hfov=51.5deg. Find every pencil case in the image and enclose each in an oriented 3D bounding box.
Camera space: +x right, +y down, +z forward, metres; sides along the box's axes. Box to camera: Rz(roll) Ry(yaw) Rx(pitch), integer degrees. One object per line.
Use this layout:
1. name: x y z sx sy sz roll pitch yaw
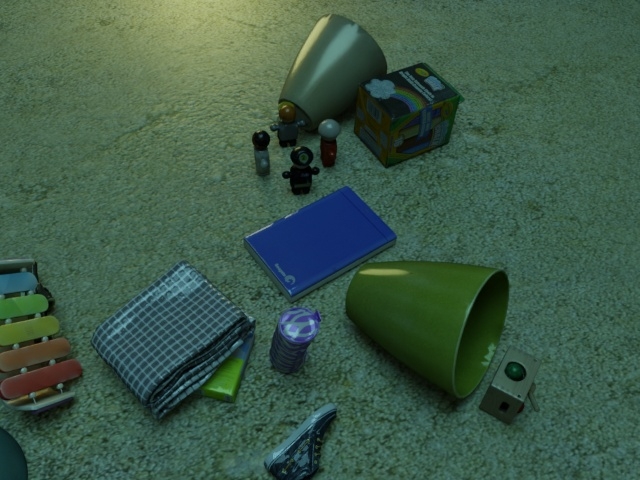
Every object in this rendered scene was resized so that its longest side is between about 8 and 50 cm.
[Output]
1. pencil case: -0.054 0.209 1.377 0.088 0.206 0.086 -12 66 -16

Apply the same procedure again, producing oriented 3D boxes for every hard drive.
1. hard drive: 0.000 0.000 1.645 0.319 0.040 0.210 -28 58 -23

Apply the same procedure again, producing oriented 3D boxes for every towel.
1. towel: -0.306 0.193 1.385 0.284 0.121 0.235 -41 51 -21

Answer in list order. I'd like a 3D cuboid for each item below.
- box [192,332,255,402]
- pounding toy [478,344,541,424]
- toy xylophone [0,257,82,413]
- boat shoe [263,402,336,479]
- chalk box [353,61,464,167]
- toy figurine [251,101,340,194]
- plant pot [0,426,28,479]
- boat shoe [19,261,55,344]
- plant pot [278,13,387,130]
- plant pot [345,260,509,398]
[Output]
1. box: -0.212 0.251 1.431 0.109 0.042 0.178 12 52 7
2. pounding toy: 0.401 0.303 1.357 0.100 0.141 0.130 27 55 17
3. toy xylophone: -0.614 0.198 1.312 0.081 0.236 0.322 -22 92 23
4. boat shoe: -0.018 0.408 1.307 0.183 0.065 0.083 -39 64 -21
5. chalk box: 0.264 -0.365 1.866 0.289 0.179 0.180 -22 55 -20
6. toy figurine: -0.069 -0.253 1.776 0.209 0.148 0.213 29 56 19
7. plant pot: -0.699 0.419 1.177 0.290 0.195 0.290 1 51 -2
8. boat shoe: -0.630 0.142 1.481 0.073 0.080 0.223 -7 57 -15
9. plant pot: 0.011 -0.456 1.905 0.256 0.256 0.274 31 72 20
10. plant pot: 0.209 0.153 1.417 0.293 0.275 0.275 17 51 31
